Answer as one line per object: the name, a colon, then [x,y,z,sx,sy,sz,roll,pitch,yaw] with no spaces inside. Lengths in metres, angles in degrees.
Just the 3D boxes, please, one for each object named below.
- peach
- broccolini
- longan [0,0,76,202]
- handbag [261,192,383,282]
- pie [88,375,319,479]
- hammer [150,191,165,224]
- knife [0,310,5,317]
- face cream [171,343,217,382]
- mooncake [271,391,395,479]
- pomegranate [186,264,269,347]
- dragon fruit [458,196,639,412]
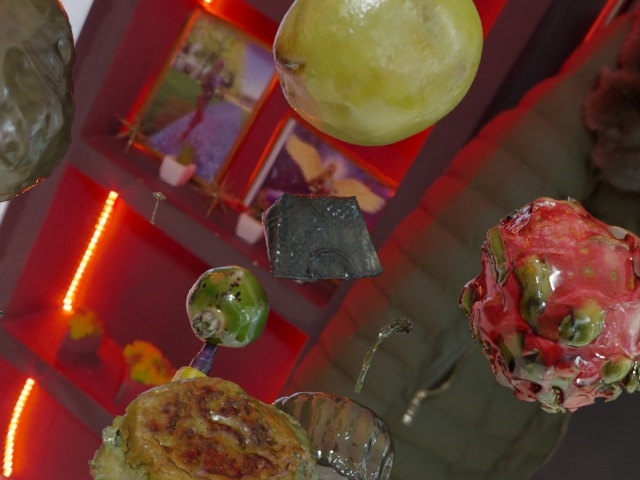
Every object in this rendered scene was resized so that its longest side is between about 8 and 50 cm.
peach: [0.085,-0.302,1.363,0.281,0.315,0.314,19,-33,59]
broccolini: [0.118,0.223,1.742,0.052,0.194,0.054,41,-16,6]
longan: [-0.639,-0.282,1.547,0.404,0.435,0.404,-2,9,0]
handbag: [0.000,0.000,1.660,0.270,0.089,0.175,0,63,-37]
pie: [-0.165,0.329,1.328,0.355,0.103,0.288,-8,37,-34]
hammer: [-0.345,-0.068,1.817,0.029,0.014,0.123,20,28,-14]
knife: [-0.796,0.158,1.891,0.222,0.045,0.021,6,44,4]
face cream: [-0.282,0.325,1.778,0.078,0.078,0.273,28,57,-3]
mooncake: [0.003,0.439,1.726,0.290,0.290,0.161,27,47,-8]
pomegranate: [-0.200,0.147,1.784,0.180,0.180,0.210,31,21,6]
dragon fruit: [0.312,0.075,1.142,0.231,0.237,0.302,-5,55,-10]
